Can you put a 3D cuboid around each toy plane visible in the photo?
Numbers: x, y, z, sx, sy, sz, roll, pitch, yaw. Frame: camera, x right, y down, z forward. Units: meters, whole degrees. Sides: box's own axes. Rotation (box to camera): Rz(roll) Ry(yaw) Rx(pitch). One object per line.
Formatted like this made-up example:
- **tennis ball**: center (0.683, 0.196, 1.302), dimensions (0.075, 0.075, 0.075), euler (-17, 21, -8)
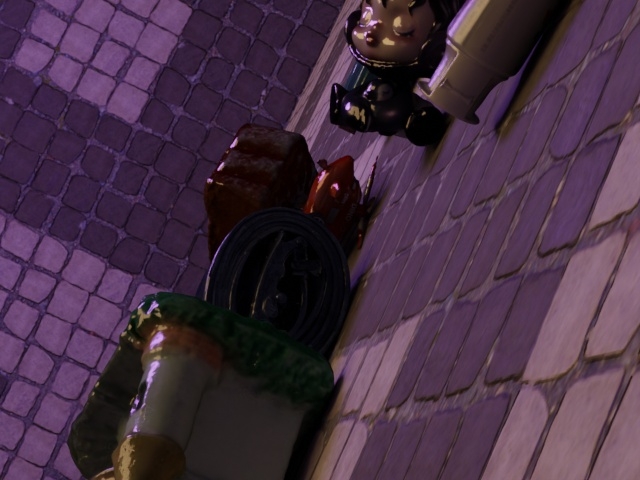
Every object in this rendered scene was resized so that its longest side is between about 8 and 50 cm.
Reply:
- **toy plane**: center (-0.001, -0.004, 1.761), dimensions (0.126, 0.077, 0.194), euler (-94, 27, -51)

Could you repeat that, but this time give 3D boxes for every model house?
- **model house**: center (-0.139, 0.250, 1.391), dimensions (0.325, 0.194, 0.267), euler (-75, 13, -46)

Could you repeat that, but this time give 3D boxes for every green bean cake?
- **green bean cake**: center (-0.063, -0.001, 1.838), dimensions (0.232, 0.097, 0.198), euler (80, -150, -48)

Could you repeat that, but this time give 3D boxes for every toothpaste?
- **toothpaste**: center (0.184, -0.238, 1.232), dimensions (0.323, 0.066, 0.100), euler (-57, 3, 18)

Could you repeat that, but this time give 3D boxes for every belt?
- **belt**: center (-0.049, 0.063, 1.581), dimensions (0.082, 0.141, 0.190), euler (122, 170, -60)

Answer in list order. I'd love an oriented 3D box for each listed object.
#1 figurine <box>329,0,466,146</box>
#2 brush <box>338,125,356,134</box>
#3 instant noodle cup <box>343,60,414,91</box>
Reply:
- **figurine**: center (0.101, -0.202, 1.560), dimensions (0.145, 0.145, 0.222), euler (-109, 35, -82)
- **brush**: center (0.088, -0.289, 2.210), dimensions (0.071, 0.084, 0.301), euler (-167, 97, -83)
- **instant noodle cup**: center (0.082, -0.218, 1.963), dimensions (0.179, 0.070, 0.157), euler (-87, 22, -74)
